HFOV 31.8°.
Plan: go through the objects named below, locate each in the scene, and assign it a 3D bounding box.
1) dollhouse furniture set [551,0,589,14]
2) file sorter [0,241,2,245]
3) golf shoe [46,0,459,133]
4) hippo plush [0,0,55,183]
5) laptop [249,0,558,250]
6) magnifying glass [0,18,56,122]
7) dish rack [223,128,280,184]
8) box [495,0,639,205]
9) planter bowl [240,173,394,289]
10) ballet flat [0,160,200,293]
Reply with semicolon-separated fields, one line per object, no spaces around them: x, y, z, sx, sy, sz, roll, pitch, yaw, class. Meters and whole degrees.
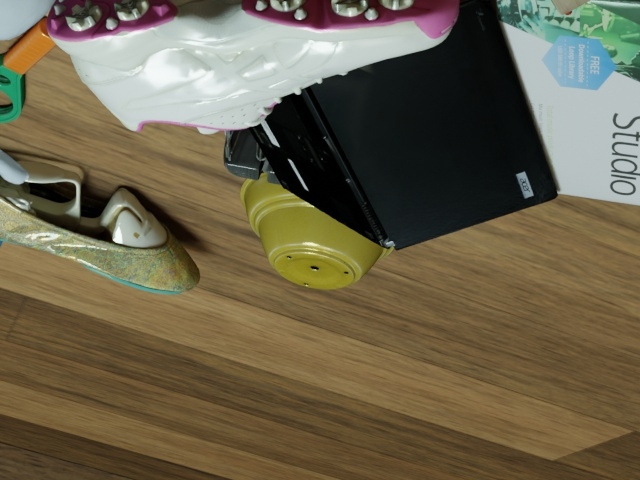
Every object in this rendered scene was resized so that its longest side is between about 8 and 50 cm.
0.197;-0.275;0.761;0.184;0.129;0.129;-32;139;13;dollhouse furniture set
-0.513;-0.013;1.511;0.170;0.118;0.104;-14;140;40;file sorter
-0.045;-0.149;0.844;0.306;0.115;0.140;1;138;16;golf shoe
-0.285;-0.170;0.716;0.236;0.294;0.234;-17;-174;45;hippo plush
0.044;-0.118;0.998;0.264;0.136;0.234;32;159;44;laptop
-0.341;-0.184;1.218;0.092;0.026;0.231;28;150;-29;magnifying glass
-0.001;-0.135;1.128;0.208;0.074;0.271;10;151;1;dish rack
0.306;-0.112;0.896;0.322;0.058;0.232;9;145;19;box
0.000;0.000;1.364;0.217;0.090;0.217;8;153;4;planter bowl
-0.300;-0.028;1.421;0.349;0.123;0.123;19;152;-19;ballet flat
